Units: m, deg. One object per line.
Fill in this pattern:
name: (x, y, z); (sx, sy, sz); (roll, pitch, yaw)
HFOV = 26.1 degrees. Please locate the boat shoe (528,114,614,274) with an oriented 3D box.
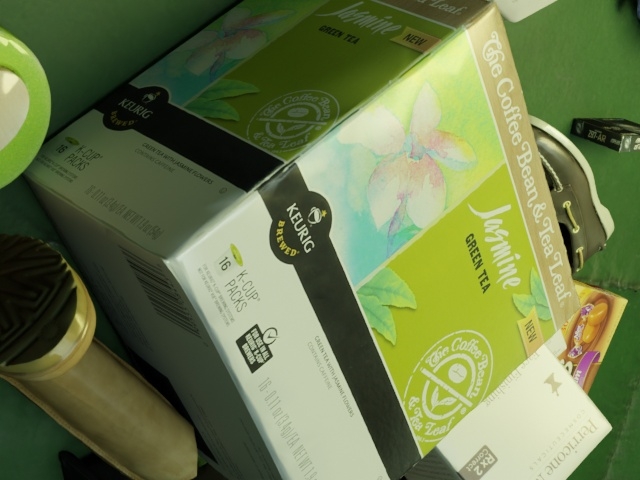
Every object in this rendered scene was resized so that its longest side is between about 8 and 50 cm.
boat shoe: (0.233, -0.043, 1.394); (0.068, 0.081, 0.228); (-55, 137, -12)

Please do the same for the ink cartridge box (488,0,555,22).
ink cartridge box: (0.155, -0.337, 1.076); (0.223, 0.129, 0.307); (-26, 144, 28)

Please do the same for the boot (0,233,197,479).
boot: (-0.169, 0.100, 1.007); (0.089, 0.236, 0.269); (-51, 131, -13)

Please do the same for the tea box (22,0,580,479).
tea box: (0.000, 0.000, 1.111); (0.323, 0.220, 0.329); (-41, 131, -20)

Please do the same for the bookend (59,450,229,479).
bookend: (-0.133, 0.230, 1.209); (0.156, 0.072, 0.157); (-26, 125, -31)

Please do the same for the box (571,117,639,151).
box: (0.315, -0.111, 1.444); (0.083, 0.067, 0.018); (-4, 112, -40)

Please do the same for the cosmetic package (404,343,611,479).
cosmetic package: (0.142, 0.160, 1.314); (0.151, 0.151, 0.183); (-44, 100, -18)

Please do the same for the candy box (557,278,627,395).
candy box: (0.256, 0.133, 1.521); (0.109, 0.053, 0.186); (16, 97, -45)

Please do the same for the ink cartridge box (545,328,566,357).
ink cartridge box: (0.181, 0.062, 1.386); (0.056, 0.099, 0.135); (-41, 131, -18)

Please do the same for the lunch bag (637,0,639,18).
lunch bag: (0.404, -0.340, 1.384); (0.243, 0.115, 0.303); (-40, 130, -17)

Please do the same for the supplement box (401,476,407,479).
supplement box: (0.135, 0.330, 1.435); (0.130, 0.073, 0.239); (30, 66, -45)

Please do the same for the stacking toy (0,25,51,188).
stacking toy: (-0.278, -0.113, 0.875); (0.279, 0.130, 0.309); (-16, 120, -35)
